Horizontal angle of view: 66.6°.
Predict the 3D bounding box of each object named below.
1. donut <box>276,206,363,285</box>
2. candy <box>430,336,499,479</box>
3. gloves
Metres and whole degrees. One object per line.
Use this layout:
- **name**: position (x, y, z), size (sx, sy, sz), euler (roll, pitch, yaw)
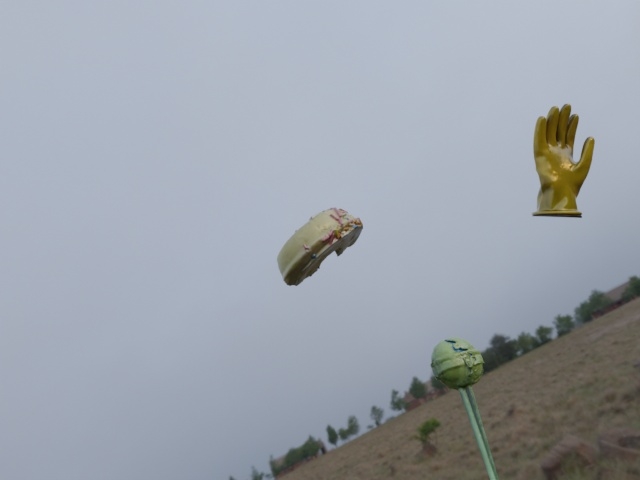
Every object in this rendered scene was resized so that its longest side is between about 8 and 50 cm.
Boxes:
- **donut**: position (0.003, -0.004, 0.786), size (0.166, 0.065, 0.108), euler (-32, -18, -34)
- **candy**: position (0.281, 0.338, 0.874), size (0.093, 0.335, 0.092), euler (8, -32, -35)
- **gloves**: position (0.616, -0.206, 1.259), size (0.133, 0.293, 0.116), euler (1, 2, -32)
